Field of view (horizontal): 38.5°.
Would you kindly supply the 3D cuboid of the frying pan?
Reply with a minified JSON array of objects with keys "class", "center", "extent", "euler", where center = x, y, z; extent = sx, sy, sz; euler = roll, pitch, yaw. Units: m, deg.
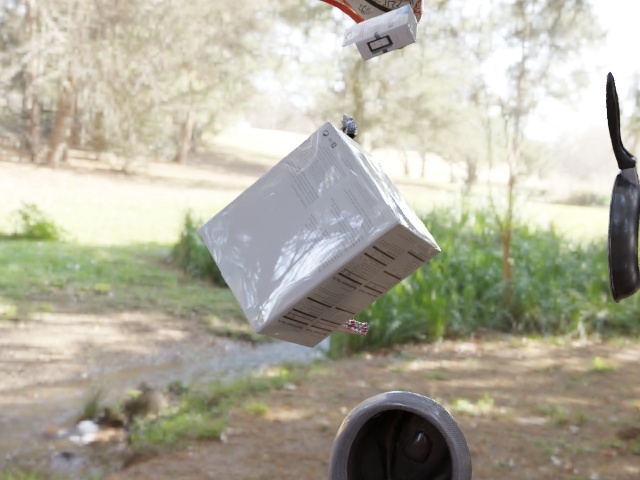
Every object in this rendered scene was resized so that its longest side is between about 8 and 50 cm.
[{"class":"frying pan","center":[0.456,-0.070,1.354],"extent":[0.053,0.326,0.197],"euler":[3,-3,27]}]

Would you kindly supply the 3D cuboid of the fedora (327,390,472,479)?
[{"class":"fedora","center":[0.149,0.378,1.565],"extent":[0.243,0.275,0.124],"euler":[22,15,22]}]

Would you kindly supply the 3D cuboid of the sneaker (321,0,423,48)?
[{"class":"sneaker","center":[0.030,-0.386,1.258],"extent":[0.270,0.090,0.145],"euler":[35,-26,11]}]

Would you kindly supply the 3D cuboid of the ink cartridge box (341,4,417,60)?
[{"class":"ink cartridge box","center":[0.069,-0.240,1.070],"extent":[0.083,0.028,0.048],"euler":[-16,36,22]}]

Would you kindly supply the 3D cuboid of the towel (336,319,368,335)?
[{"class":"towel","center":[-0.003,0.168,2.024],"extent":[0.144,0.029,0.197],"euler":[3,-16,40]}]

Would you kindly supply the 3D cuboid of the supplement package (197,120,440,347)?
[{"class":"supplement package","center":[0.000,0.000,1.392],"extent":[0.199,0.262,0.198],"euler":[58,14,25]}]

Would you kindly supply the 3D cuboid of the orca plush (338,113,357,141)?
[{"class":"orca plush","center":[0.009,-0.085,1.698],"extent":[0.102,0.287,0.151],"euler":[-14,50,-33]}]
